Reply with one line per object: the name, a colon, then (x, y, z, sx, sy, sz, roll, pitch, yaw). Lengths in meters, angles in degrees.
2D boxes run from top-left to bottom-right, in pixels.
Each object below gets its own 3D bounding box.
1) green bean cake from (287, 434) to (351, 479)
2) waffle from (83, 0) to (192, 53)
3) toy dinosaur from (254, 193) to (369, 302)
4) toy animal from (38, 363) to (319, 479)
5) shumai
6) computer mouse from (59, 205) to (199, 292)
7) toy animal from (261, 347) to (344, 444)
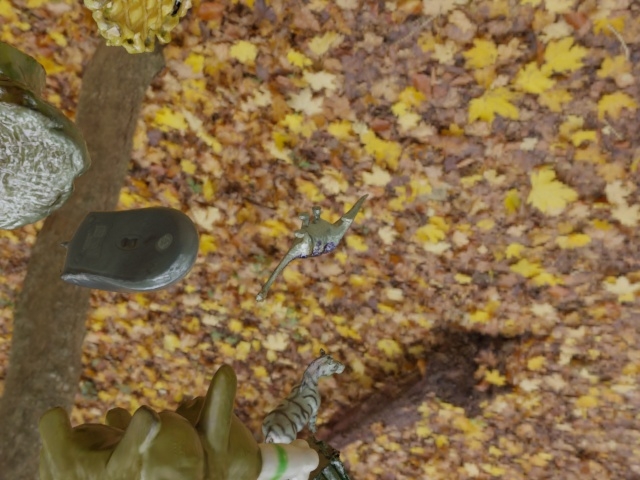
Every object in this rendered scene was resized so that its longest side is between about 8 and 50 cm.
green bean cake: (-0.002, 0.519, 1.553, 0.208, 0.193, 0.107, -31, 94, 48)
waffle: (-0.255, -0.408, 1.031, 0.060, 0.262, 0.280, 26, -168, 11)
toy dinosaur: (0.001, -0.010, 0.644, 0.037, 0.180, 0.058, 43, 146, 22)
toy animal: (-0.156, 0.250, 0.819, 0.181, 0.180, 0.363, -17, 171, 22)
shumai: (-0.553, -0.189, 1.135, 0.304, 0.263, 0.309, -34, 133, 17)
computer mouse: (-0.404, 0.028, 1.493, 0.371, 0.188, 0.122, 4, 154, 25)
toy animal: (-0.042, 0.360, 1.466, 0.090, 0.255, 0.170, 20, 153, 25)
